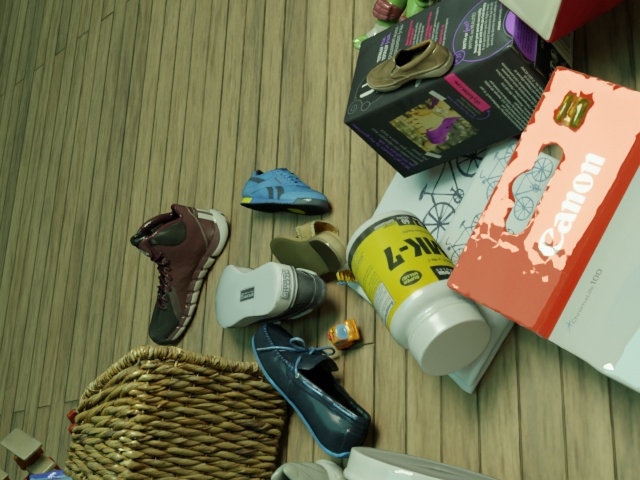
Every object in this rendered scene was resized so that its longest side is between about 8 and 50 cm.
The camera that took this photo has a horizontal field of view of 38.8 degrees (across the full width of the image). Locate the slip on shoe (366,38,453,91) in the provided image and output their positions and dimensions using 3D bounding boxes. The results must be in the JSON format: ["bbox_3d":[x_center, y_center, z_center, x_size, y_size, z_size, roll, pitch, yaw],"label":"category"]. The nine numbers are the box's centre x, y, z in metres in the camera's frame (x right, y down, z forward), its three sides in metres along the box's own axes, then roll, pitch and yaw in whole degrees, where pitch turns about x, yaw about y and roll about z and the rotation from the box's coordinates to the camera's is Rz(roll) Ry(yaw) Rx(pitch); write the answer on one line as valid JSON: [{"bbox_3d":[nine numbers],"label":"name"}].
[{"bbox_3d":[0.105,-0.223,1.149,0.135,0.041,0.051,0,62,50],"label":"slip on shoe"}]

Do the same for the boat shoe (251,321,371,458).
[{"bbox_3d":[-0.003,0.204,1.352,0.258,0.109,0.089,45,117,30],"label":"boat shoe"}]

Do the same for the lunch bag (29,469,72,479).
[{"bbox_3d":[-0.311,0.463,1.477,0.221,0.293,0.138,-117,16,-55],"label":"lunch bag"}]

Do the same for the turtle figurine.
[{"bbox_3d":[0.102,-0.391,1.347,0.198,0.275,0.266,28,124,19],"label":"turtle figurine"}]

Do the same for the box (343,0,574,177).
[{"bbox_3d":[0.185,-0.221,1.218,0.270,0.143,0.165,-18,46,39],"label":"box"}]

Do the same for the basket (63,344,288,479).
[{"bbox_3d":[-0.221,0.276,1.405,0.213,0.299,0.223,2,79,51],"label":"basket"}]

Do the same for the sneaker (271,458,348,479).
[{"bbox_3d":[-0.033,0.436,1.265,0.099,0.121,0.262,-23,59,43],"label":"sneaker"}]

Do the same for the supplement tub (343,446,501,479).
[{"bbox_3d":[0.096,0.423,1.030,0.241,0.241,0.331,5,79,49],"label":"supplement tub"}]

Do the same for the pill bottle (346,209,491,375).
[{"bbox_3d":[0.126,0.067,1.177,0.119,0.119,0.208,-52,44,21],"label":"pill bottle"}]

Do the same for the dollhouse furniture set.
[{"bbox_3d":[-0.508,0.447,1.718,0.135,0.262,0.259,16,49,41],"label":"dollhouse furniture set"}]

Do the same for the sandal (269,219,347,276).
[{"bbox_3d":[0.004,0.005,1.437,0.079,0.088,0.240,-39,12,-20],"label":"sandal"}]

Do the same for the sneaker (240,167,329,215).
[{"bbox_3d":[-0.059,-0.089,1.542,0.209,0.069,0.082,7,77,50],"label":"sneaker"}]

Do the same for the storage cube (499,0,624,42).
[{"bbox_3d":[0.291,-0.381,1.048,0.215,0.193,0.183,50,158,24],"label":"storage cube"}]

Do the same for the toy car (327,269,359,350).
[{"bbox_3d":[0.026,0.105,1.367,0.060,0.040,0.122,-16,77,57],"label":"toy car"}]

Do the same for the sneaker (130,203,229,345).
[{"bbox_3d":[-0.296,0.053,1.681,0.106,0.162,0.281,32,100,50],"label":"sneaker"}]

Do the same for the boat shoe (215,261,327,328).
[{"bbox_3d":[-0.085,0.089,1.481,0.301,0.102,0.108,-20,64,61],"label":"boat shoe"}]

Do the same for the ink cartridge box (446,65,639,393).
[{"bbox_3d":[0.334,-0.014,0.957,0.385,0.091,0.308,28,93,36],"label":"ink cartridge box"}]

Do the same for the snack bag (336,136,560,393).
[{"bbox_3d":[0.180,-0.013,1.265,0.342,0.037,0.323,41,107,48],"label":"snack bag"}]
